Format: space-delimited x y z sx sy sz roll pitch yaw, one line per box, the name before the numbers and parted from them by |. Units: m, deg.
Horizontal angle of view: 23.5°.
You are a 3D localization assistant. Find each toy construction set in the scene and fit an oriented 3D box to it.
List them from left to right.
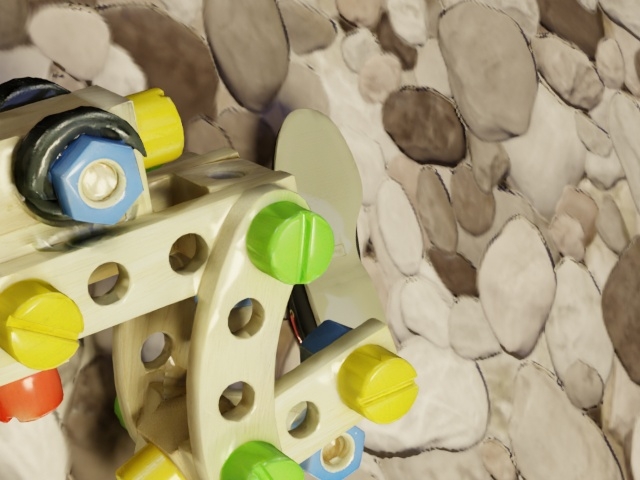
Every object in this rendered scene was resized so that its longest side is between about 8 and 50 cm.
toy construction set | -0.115 0.060 0.574 0.327 0.151 0.215 -29 120 -39

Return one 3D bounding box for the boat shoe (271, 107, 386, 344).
boat shoe | -0.002 0.000 0.773 0.049 0.042 0.133 -8 80 -25
